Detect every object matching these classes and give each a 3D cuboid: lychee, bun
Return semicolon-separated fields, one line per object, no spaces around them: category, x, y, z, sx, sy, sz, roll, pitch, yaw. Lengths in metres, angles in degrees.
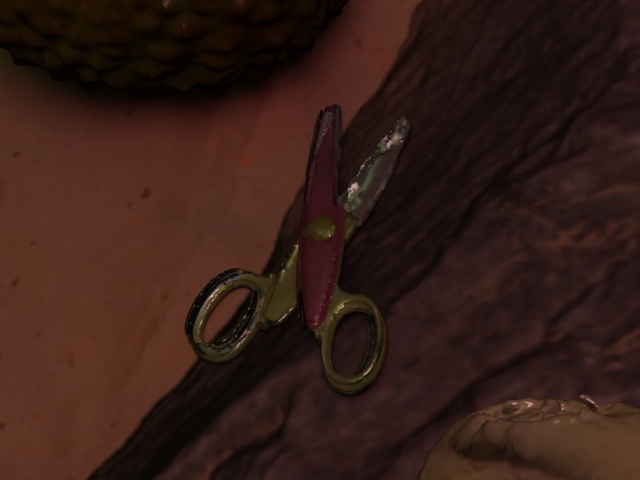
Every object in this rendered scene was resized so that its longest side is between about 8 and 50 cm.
lychee;-0.085;-0.229;1.097;0.320;0.270;0.270;-35;62;-18
bun;0.151;0.175;0.897;0.134;0.220;0.220;-22;56;-38

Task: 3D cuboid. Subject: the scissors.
scissors;0.000;0.000;1.102;0.133;0.020;0.187;13;70;23
